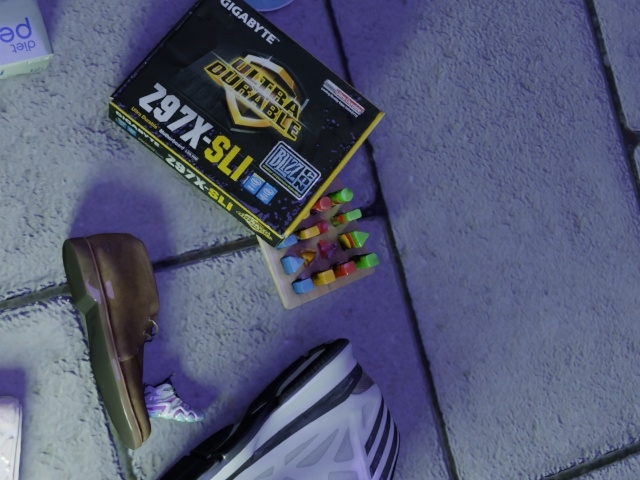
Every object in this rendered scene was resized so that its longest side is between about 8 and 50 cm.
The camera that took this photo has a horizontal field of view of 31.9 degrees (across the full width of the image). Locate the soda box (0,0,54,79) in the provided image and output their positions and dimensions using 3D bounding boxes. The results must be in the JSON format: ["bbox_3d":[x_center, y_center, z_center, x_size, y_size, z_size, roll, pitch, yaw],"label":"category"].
[{"bbox_3d":[-0.514,-0.254,1.502,0.286,0.091,0.098,-17,90,-23],"label":"soda box"}]

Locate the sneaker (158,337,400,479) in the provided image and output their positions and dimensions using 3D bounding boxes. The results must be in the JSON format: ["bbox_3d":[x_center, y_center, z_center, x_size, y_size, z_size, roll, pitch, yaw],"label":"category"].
[{"bbox_3d":[-0.052,0.367,1.589,0.447,0.169,0.257,-39,98,-24],"label":"sneaker"}]

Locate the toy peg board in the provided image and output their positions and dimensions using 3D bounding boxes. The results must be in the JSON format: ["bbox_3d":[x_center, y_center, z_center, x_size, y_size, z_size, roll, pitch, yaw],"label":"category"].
[{"bbox_3d":[0.000,0.000,1.697,0.160,0.079,0.161,-22,93,-23],"label":"toy peg board"}]

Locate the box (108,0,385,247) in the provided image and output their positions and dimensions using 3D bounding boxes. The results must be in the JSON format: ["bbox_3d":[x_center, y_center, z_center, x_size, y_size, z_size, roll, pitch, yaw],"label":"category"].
[{"bbox_3d":[-0.109,-0.186,1.640,0.322,0.079,0.257,39,73,-2],"label":"box"}]

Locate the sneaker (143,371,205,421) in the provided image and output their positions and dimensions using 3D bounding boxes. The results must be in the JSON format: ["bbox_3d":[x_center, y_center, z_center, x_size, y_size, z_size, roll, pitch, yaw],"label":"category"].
[{"bbox_3d":[-0.210,0.224,1.609,0.098,0.038,0.069,10,81,-22],"label":"sneaker"}]

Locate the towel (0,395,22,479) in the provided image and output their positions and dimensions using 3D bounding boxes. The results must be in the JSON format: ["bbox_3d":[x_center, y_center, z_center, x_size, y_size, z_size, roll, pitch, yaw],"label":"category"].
[{"bbox_3d":[-0.563,0.357,1.442,0.332,0.053,0.317,4,83,-23],"label":"towel"}]

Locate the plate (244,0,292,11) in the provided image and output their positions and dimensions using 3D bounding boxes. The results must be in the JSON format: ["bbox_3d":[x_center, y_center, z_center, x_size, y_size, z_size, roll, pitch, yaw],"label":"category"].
[{"bbox_3d":[-0.103,-0.444,1.730,0.188,0.024,0.188,2,84,-22],"label":"plate"}]

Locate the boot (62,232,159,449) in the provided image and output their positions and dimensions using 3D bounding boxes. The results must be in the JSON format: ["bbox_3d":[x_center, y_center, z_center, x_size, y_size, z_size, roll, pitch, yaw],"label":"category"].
[{"bbox_3d":[-0.266,0.135,1.562,0.115,0.112,0.305,-12,86,-30],"label":"boot"}]
